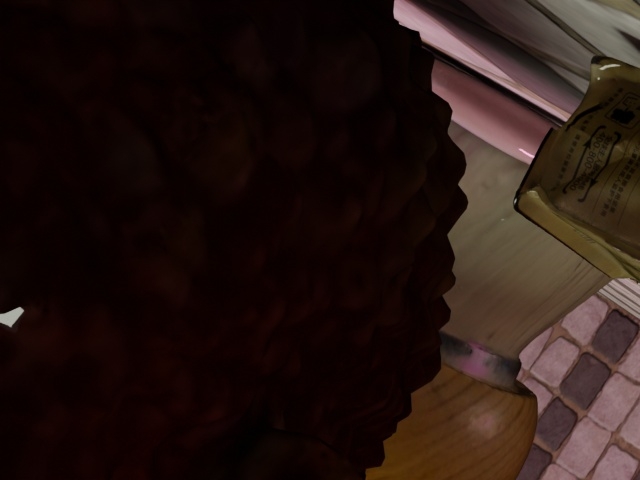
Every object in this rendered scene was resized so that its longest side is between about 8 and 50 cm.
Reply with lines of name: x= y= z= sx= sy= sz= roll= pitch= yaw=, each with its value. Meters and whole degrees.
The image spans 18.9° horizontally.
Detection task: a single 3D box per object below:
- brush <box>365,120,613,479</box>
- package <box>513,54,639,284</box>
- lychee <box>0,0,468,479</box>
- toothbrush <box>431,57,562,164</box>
brush: x=0.000 y=0.000 z=0.870 sx=0.266 sy=0.166 sz=0.174 roll=27 pitch=-176 yaw=31
package: x=0.110 y=0.010 z=0.419 sx=0.131 sy=0.047 sz=0.071 roll=33 pitch=179 yaw=37
lychee: x=-0.108 y=0.003 z=0.562 sx=0.330 sy=0.306 sz=0.306 roll=40 pitch=-175 yaw=31
toothbrush: x=0.114 y=-0.009 z=0.690 sx=0.025 sy=0.030 sz=0.307 roll=19 pitch=-167 yaw=-47
